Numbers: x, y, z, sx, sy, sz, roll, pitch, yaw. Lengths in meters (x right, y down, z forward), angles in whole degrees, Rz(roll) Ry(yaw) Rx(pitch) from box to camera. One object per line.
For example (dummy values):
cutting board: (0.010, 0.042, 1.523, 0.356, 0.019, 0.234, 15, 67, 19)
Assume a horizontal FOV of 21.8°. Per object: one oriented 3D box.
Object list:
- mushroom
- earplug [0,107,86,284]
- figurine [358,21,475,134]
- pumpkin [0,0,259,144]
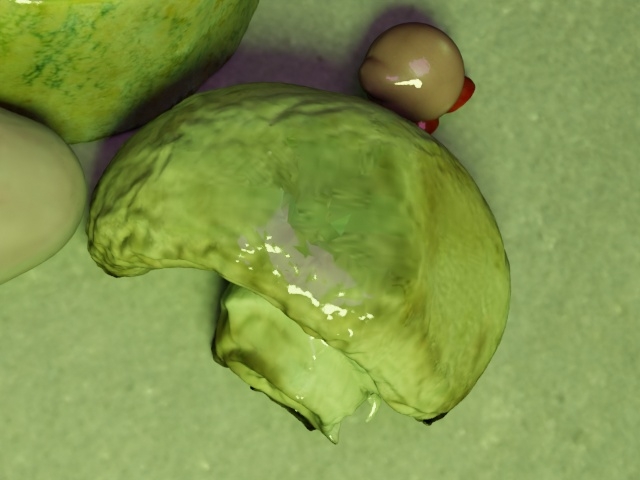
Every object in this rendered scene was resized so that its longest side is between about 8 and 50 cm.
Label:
mushroom: (0.007, -0.004, 1.004, 0.267, 0.164, 0.189, 37, 71, -3)
earplug: (-0.280, -0.019, 0.941, 0.301, 0.172, 0.172, -3, 77, -22)
figurine: (0.064, -0.110, 1.098, 0.083, 0.067, 0.071, -46, 111, -36)
pumpkin: (-0.177, -0.233, 1.002, 0.332, 0.199, 0.332, 3, 78, -13)
